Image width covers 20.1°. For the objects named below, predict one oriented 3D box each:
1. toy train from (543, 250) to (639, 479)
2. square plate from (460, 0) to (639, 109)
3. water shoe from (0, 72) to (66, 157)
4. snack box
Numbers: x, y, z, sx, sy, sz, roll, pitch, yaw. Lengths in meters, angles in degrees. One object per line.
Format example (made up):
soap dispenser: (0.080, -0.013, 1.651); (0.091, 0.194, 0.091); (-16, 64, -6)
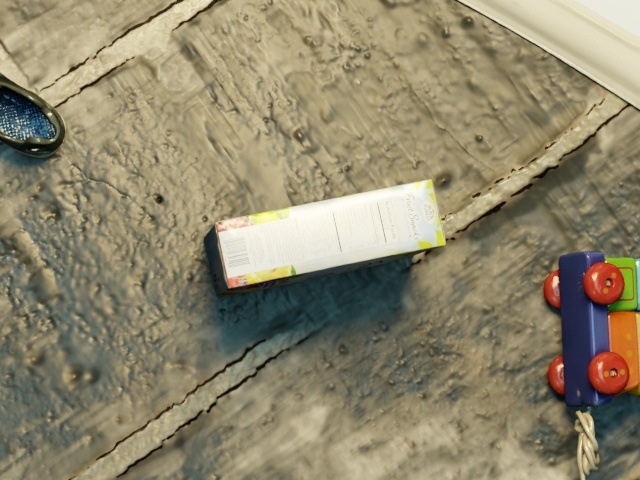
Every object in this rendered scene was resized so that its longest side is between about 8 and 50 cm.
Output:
toy train: (0.310, 0.135, 1.785); (0.143, 0.105, 0.248); (-1, 85, -20)
square plate: (0.303, -0.348, 1.821); (0.344, 0.049, 0.347); (30, 91, -3)
water shoe: (-0.338, -0.147, 1.738); (0.203, 0.080, 0.073); (23, 83, -4)
snack box: (0.000, 0.000, 1.716); (0.207, 0.174, 0.070); (-13, 88, -7)
